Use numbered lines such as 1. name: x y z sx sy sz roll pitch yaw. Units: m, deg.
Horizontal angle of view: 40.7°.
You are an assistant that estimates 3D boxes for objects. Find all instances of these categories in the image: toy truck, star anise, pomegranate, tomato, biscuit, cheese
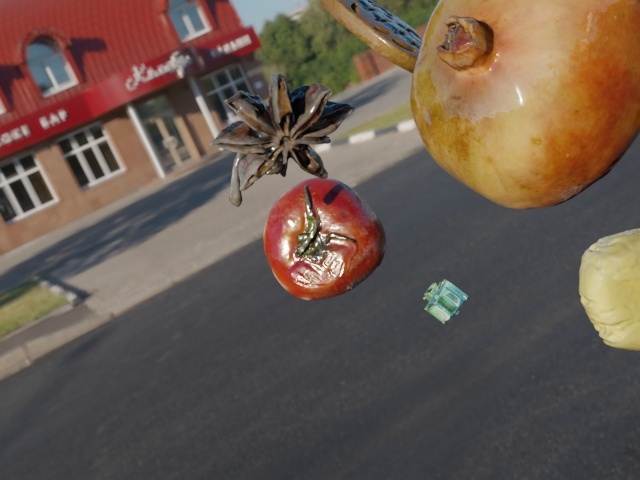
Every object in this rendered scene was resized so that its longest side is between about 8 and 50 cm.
1. toy truck: 0.266 0.139 1.934 0.081 0.067 0.175 -54 3 -10
2. star anise: -0.067 -0.151 1.247 0.231 0.209 0.089 -28 43 14
3. pomegranate: 0.200 -0.162 0.856 0.229 0.252 0.270 33 20 34
4. tomato: 0.002 0.001 1.539 0.228 0.228 0.101 -23 -3 8
5. biscuit: 0.164 -0.532 2.156 0.314 0.367 0.063 -13 -39 -55
6. cheese: 0.554 0.085 1.490 0.226 0.214 0.117 -22 7 -14
